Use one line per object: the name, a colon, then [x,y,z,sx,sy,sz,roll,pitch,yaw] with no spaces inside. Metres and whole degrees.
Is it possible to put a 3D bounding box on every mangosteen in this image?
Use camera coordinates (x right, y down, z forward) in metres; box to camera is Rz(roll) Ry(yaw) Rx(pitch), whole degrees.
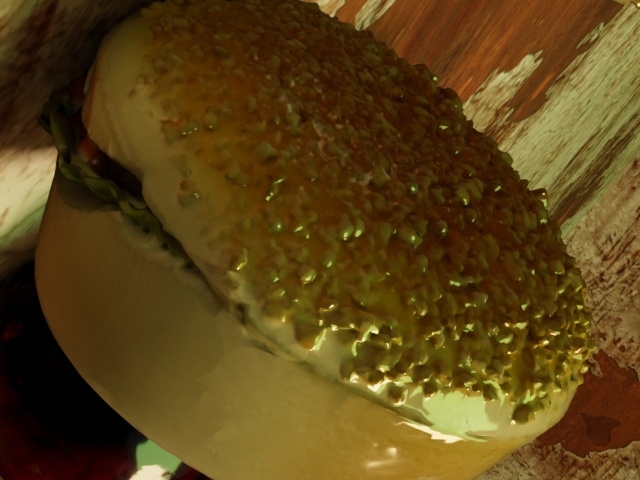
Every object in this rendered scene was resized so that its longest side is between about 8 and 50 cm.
mangosteen: [-0.142,0.089,1.008,0.200,0.200,0.200,-43,169,-11]

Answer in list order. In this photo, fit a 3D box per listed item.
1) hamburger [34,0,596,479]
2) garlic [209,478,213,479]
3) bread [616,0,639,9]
hamburger: [0.000,0.000,0.831,0.170,0.302,0.302,-58,164,25]
garlic: [-0.079,0.225,1.096,0.257,0.207,0.207,-49,173,-31]
bread: [0.173,-0.236,0.956,0.156,0.158,0.260,-52,169,20]
